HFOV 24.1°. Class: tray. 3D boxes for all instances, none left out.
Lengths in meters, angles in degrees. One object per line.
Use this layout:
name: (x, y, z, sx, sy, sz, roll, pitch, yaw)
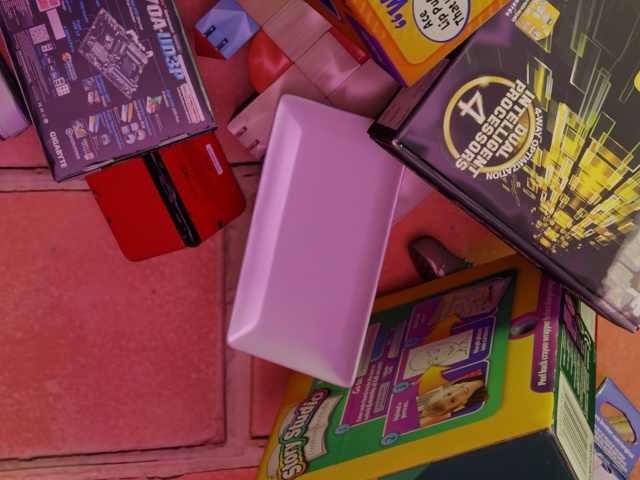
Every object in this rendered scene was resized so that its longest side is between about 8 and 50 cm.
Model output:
tray: (0.000, 0.000, 1.491, 0.145, 0.030, 0.270, 18, 106, 19)

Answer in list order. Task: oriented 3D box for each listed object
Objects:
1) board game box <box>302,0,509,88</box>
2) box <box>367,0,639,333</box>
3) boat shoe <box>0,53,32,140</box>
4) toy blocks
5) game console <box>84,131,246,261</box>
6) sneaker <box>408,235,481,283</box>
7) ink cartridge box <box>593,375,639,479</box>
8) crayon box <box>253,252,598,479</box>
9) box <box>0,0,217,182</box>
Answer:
board game box: (0.042, -0.423, 1.231, 0.356, 0.356, 0.356, -41, 135, -2)
box: (0.284, -0.160, 1.419, 0.318, 0.097, 0.395, 37, 89, -20)
boat shoe: (-0.391, -0.217, 1.467, 0.094, 0.109, 0.302, -27, 113, 0)
toy blocks: (0.018, -0.164, 1.542, 0.261, 0.191, 0.381, -41, 100, 12)
game console: (-0.169, -0.065, 1.607, 0.124, 0.085, 0.144, -38, 114, -32)
sneaker: (0.181, 0.056, 1.696, 0.086, 0.064, 0.192, -38, 107, -12)
ink cartridge box: (0.227, 0.335, 1.739, 0.395, 0.151, 0.270, -42, 111, 5)
crayon box: (0.111, 0.165, 1.502, 0.313, 0.363, 0.106, -20, 112, 21)
box: (-0.220, -0.187, 1.509, 0.175, 0.051, 0.220, -20, 93, -5)
